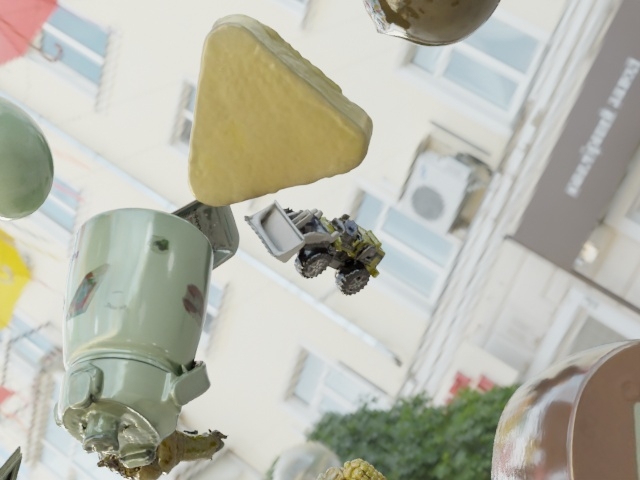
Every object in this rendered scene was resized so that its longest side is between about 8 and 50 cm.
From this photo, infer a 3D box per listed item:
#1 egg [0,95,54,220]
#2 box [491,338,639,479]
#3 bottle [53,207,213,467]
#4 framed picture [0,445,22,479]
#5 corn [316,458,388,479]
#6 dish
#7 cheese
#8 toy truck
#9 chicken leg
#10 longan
[{"bbox_3d":[-0.455,-0.118,1.553,0.149,0.192,0.149,-34,-8,-6],"label":"egg"},{"bbox_3d":[0.325,0.241,1.108,0.301,0.301,0.216,-51,-8,-16],"label":"box"},{"bbox_3d":[-0.261,0.151,1.563,0.229,0.229,0.352,91,179,-54],"label":"bottle"},{"bbox_3d":[-0.526,0.471,1.693,0.296,0.019,0.232,-71,-1,-77],"label":"framed picture"},{"bbox_3d":[0.108,0.432,1.602,0.101,0.292,0.101,-37,14,11],"label":"corn"},{"bbox_3d":[-0.264,-0.010,2.350,0.234,0.064,0.154,-33,-69,-48],"label":"dish"},{"bbox_3d":[-0.119,-0.265,2.145,0.104,0.383,0.384,-69,0,-62],"label":"cheese"},{"bbox_3d":[0.000,0.000,1.901,0.111,0.136,0.285,-50,-37,16],"label":"toy truck"},{"bbox_3d":[-0.254,0.337,1.770,0.227,0.103,0.088,12,-25,-34],"label":"chicken leg"},{"bbox_3d":[0.217,-0.525,2.168,0.319,0.319,0.319,-47,-23,-27],"label":"longan"}]
